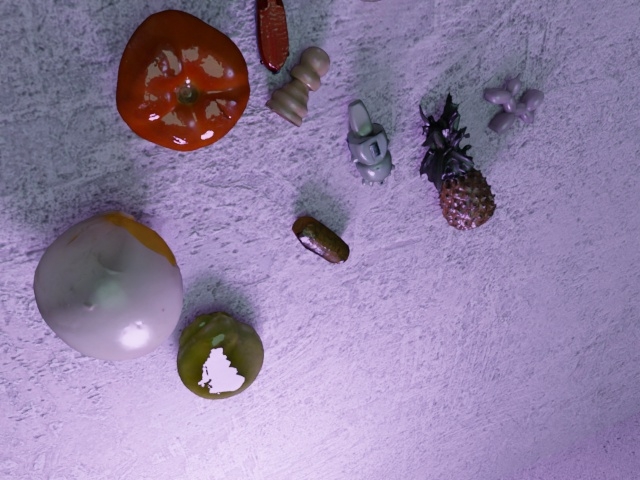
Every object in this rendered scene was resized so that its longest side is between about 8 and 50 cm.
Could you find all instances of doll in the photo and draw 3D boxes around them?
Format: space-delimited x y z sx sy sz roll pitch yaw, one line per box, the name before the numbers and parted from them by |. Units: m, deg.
doll | 0.532 -0.369 1.319 0.159 0.059 0.161 -31 125 -3

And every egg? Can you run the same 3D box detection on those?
egg | -0.436 0.111 1.035 0.282 0.283 0.345 -22 130 -11

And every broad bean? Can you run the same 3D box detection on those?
broad bean | -0.271 0.316 1.319 0.237 0.119 0.291 -11 122 -18

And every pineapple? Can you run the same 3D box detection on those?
pineapple | 0.348 -0.200 1.295 0.165 0.165 0.365 -33 117 -3

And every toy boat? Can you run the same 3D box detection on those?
toy boat | -0.102 -0.429 1.011 0.069 0.059 0.173 -16 129 -14

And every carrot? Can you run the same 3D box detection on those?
carrot | 0.000 0.000 1.284 0.082 0.082 0.173 -47 128 7

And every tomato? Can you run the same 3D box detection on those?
tomato | -0.265 -0.300 0.937 0.259 0.180 0.260 -11 124 -17

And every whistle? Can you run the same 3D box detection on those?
whistle | 0.118 -0.234 1.195 0.110 0.092 0.245 -30 127 -4

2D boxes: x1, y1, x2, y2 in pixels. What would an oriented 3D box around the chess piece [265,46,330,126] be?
chess piece | -0.038 -0.343 1.069 0.094 0.094 0.171 31 98 -34
